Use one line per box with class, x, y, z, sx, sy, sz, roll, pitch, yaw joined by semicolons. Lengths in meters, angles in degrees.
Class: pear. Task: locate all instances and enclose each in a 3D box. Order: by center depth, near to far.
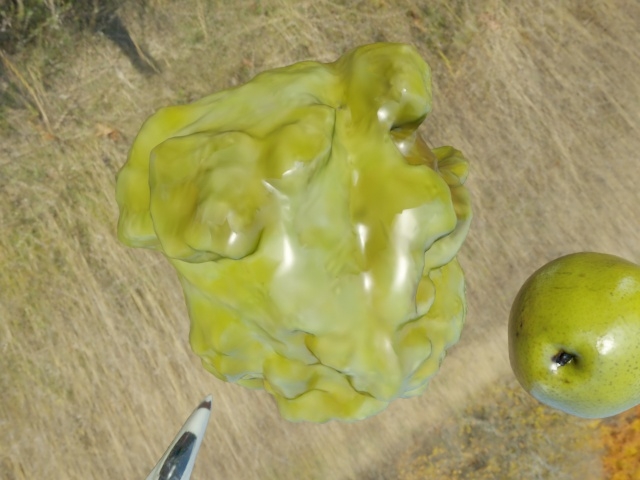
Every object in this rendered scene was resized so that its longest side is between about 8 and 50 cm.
pear;0.307;0.108;0.778;0.198;0.198;0.198;-28;159;-12

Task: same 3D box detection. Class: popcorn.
popcorn;0.000;0.000;0.503;0.241;0.250;0.235;-13;-154;7

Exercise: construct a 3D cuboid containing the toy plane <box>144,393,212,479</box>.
toy plane;-0.128;0.215;0.463;0.234;0.160;0.082;-64;178;-46
